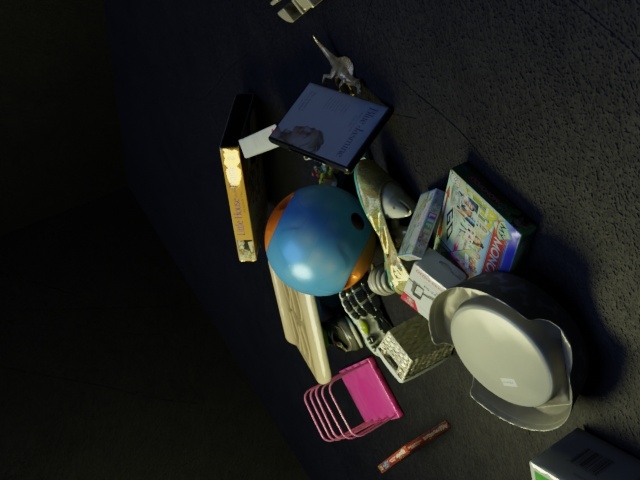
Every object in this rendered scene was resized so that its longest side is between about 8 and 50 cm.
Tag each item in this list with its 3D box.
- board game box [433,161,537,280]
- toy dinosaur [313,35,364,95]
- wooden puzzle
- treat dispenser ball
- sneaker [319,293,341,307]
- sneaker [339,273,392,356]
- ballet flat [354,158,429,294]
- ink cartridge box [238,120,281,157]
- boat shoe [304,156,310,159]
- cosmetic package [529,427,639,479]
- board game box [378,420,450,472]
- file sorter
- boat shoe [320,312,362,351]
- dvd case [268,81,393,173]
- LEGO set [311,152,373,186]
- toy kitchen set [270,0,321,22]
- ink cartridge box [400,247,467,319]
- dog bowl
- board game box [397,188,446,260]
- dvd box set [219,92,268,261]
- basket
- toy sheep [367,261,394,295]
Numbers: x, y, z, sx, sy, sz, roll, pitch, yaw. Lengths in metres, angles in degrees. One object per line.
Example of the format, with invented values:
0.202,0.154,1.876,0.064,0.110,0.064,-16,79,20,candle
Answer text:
0.332,0.017,1.687,0.213,0.046,0.317,50,153,33,board game box
0.044,-0.402,1.902,0.183,0.053,0.092,49,139,17,toy dinosaur
-0.047,0.220,2.409,0.348,0.081,0.322,-144,39,-66,wooden puzzle
0.000,0.000,2.073,0.288,0.288,0.288,47,152,36,treat dispenser ball
-0.013,0.098,2.465,0.092,0.087,0.228,-3,108,68,sneaker
0.118,0.205,2.276,0.275,0.107,0.110,67,166,-5,sneaker
0.185,-0.035,1.889,0.123,0.123,0.348,9,121,63,ballet flat
-0.070,-0.287,2.079,0.371,0.176,0.069,2,114,65,ink cartridge box
-0.025,-0.250,2.200,0.035,0.035,0.100,60,157,12,boat shoe
0.565,0.592,1.624,0.197,0.155,0.365,21,131,56,cosmetic package
0.263,0.590,2.287,0.027,0.145,0.281,57,156,17,board game box
0.090,0.515,2.536,0.202,0.182,0.290,62,157,8,file sorter
0.051,0.285,2.394,0.112,0.095,0.335,62,174,-2,boat shoe
0.019,-0.263,1.845,0.253,0.180,0.022,25,163,35,dvd case
0.023,-0.191,2.064,0.287,0.107,0.132,-4,110,66,LEGO set
-0.070,-0.634,1.855,0.207,0.122,0.166,49,161,-16,toy kitchen set
0.250,0.104,1.782,0.109,0.063,0.150,39,150,18,ink cartridge box
0.384,0.215,1.627,0.349,0.102,0.348,37,148,29,dog bowl
0.220,-0.033,1.747,0.026,0.154,0.103,23,173,-9,board game box
-0.226,-0.191,2.451,0.307,0.062,0.420,-83,-10,-51,dvd box set
0.240,0.254,1.977,0.113,0.167,0.103,52,148,28,basket
0.165,0.100,2.082,0.132,0.091,0.091,-12,102,61,toy sheep
